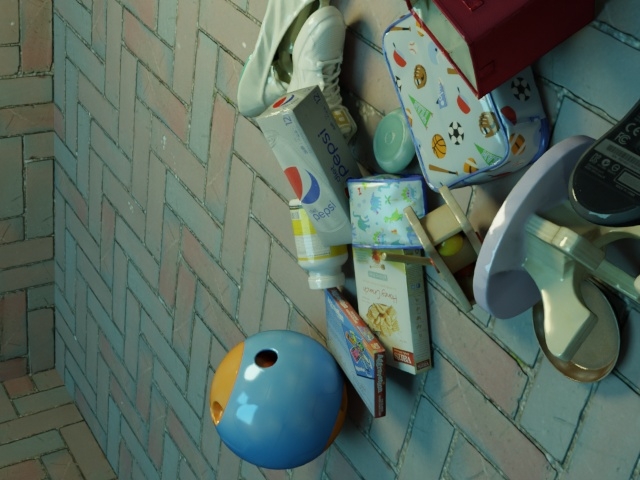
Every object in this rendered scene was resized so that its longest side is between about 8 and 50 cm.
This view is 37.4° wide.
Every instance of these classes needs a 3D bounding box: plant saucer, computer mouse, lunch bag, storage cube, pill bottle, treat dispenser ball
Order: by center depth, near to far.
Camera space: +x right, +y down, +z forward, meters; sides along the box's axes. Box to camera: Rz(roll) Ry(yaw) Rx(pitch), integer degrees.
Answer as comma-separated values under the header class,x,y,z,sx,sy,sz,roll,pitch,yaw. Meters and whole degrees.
class,x,y,z,sx,sy,sz,roll,pitch,yaw
computer mouse,0.412,-0.106,1.111,0.188,0.272,0.072,47,178,41
storage cube,0.227,-0.334,1.226,0.184,0.193,0.215,56,-177,19
plant saucer,0.382,0.126,1.394,0.168,0.029,0.168,25,121,51
lunch bag,0.213,-0.235,1.457,0.243,0.115,0.303,-24,81,60
plant saucer,0.127,-0.178,1.660,0.119,0.021,0.119,-19,66,52
lunch bag,0.130,-0.052,1.665,0.151,0.096,0.129,4,104,48
pill bottle,0.000,0.000,1.886,0.103,0.103,0.184,1,102,58
treat dispenser ball,-0.087,0.330,1.968,0.288,0.288,0.288,27,123,51

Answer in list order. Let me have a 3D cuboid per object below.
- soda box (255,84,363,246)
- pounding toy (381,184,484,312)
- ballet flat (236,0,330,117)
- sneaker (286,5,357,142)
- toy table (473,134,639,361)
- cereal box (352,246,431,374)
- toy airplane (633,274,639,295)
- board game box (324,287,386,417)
class,x,y,z,sx,sy,sz,roll,pitch,yaw
soda box,0.000,-0.131,1.723,0.091,0.098,0.286,-7,121,39
pounding toy,0.190,0.041,1.497,0.154,0.155,0.269,63,-172,26
ballet flat,-0.064,-0.368,1.852,0.139,0.139,0.400,57,142,30
sneaker,0.021,-0.280,1.764,0.169,0.108,0.292,55,151,27
toy table,0.338,0.010,1.241,0.161,0.252,0.274,38,109,47
cereal box,0.131,0.117,1.771,0.173,0.047,0.240,11,110,58
toy airplane,0.486,-0.097,0.808,0.272,0.386,0.384,57,145,8
board game box,0.066,0.211,1.853,0.281,0.027,0.145,-128,31,-60
